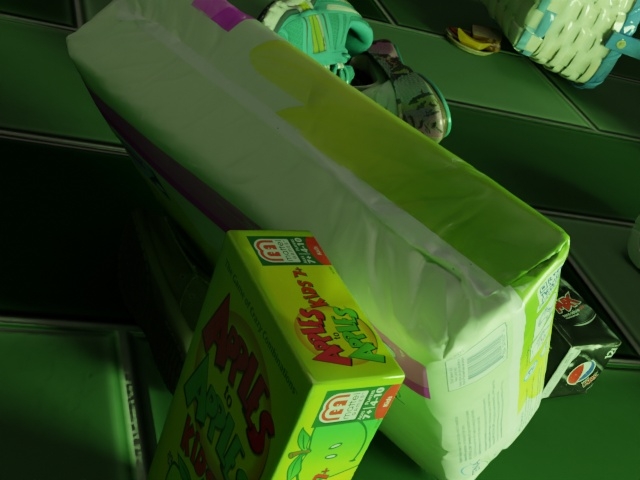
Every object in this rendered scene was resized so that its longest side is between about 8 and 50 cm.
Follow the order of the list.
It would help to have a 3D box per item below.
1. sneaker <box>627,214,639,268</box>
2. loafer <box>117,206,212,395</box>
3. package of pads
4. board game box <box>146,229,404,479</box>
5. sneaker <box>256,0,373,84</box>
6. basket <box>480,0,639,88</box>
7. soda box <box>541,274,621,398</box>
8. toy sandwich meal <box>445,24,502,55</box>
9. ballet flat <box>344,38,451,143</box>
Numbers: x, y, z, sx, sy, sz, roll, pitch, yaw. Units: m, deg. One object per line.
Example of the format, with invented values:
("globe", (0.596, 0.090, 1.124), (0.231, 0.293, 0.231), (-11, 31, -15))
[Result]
("sneaker", (0.410, 0.043, 0.856), (0.095, 0.090, 0.235), (0, 38, -47))
("loafer", (-0.092, 0.038, 0.581), (0.050, 0.056, 0.148), (-1, 48, -33))
("package of pads", (0.000, 0.000, 0.540), (0.101, 0.229, 0.296), (-43, 62, -14))
("board game box", (-0.032, 0.094, 0.407), (0.043, 0.181, 0.092), (0, 38, -30))
("sneaker", (-0.019, -0.180, 0.891), (0.110, 0.107, 0.275), (35, 42, -3))
("basket", (0.396, -0.329, 1.288), (0.289, 0.201, 0.255), (14, 33, -25))
("soda box", (0.157, 0.044, 0.714), (0.053, 0.060, 0.169), (-1, 38, -31))
("toy sandwich meal", (0.220, -0.292, 1.288), (0.086, 0.029, 0.085), (16, 32, -10))
("ballet flat", (0.070, -0.159, 0.968), (0.079, 0.077, 0.221), (-7, 33, -10))
